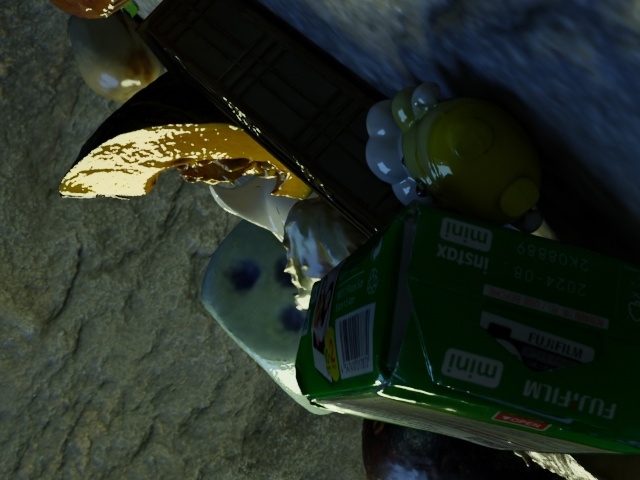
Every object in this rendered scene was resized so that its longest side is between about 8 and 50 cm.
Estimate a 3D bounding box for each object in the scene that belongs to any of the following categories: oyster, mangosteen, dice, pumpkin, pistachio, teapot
[{"bbox_3d":[0.101,0.057,0.877,0.351,0.114,0.238,29,168,-34],"label":"oyster"},{"bbox_3d":[0.191,0.241,1.144,0.288,0.288,0.288,44,176,4],"label":"mangosteen"},{"bbox_3d":[-0.008,0.096,1.493,0.265,0.262,0.268,43,177,26],"label":"dice"},{"bbox_3d":[-0.117,-0.135,0.916,0.111,0.279,0.163,-58,43,48],"label":"pumpkin"},{"bbox_3d":[-0.335,-0.310,1.534,0.215,0.144,0.144,48,179,30],"label":"pistachio"},{"bbox_3d":[0.000,0.000,1.251,0.299,0.166,0.208,56,161,-19],"label":"teapot"}]

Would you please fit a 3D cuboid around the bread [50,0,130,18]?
[{"bbox_3d":[-0.203,-0.256,0.709,0.199,0.104,0.199,40,165,13],"label":"bread"}]

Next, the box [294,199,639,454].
[{"bbox_3d":[0.089,0.066,0.588,0.180,0.103,0.250,15,167,-8],"label":"box"}]

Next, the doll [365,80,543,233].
[{"bbox_3d":[0.076,-0.048,0.558,0.106,0.062,0.162,50,176,-13],"label":"doll"}]

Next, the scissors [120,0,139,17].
[{"bbox_3d":[-0.305,-0.368,1.319,0.101,0.027,0.204,41,179,-4],"label":"scissors"}]

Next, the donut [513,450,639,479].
[{"bbox_3d":[0.231,0.150,0.692,0.151,0.112,0.295,51,169,-35],"label":"donut"}]

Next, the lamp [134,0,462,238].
[{"bbox_3d":[-0.012,-0.096,0.745,0.325,0.090,0.089,41,175,29],"label":"lamp"}]
